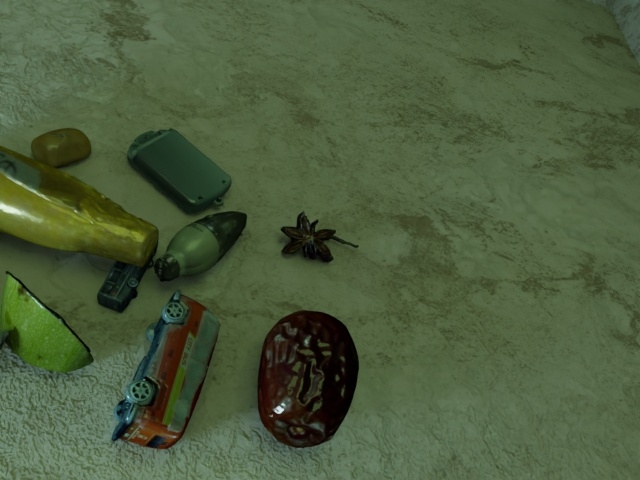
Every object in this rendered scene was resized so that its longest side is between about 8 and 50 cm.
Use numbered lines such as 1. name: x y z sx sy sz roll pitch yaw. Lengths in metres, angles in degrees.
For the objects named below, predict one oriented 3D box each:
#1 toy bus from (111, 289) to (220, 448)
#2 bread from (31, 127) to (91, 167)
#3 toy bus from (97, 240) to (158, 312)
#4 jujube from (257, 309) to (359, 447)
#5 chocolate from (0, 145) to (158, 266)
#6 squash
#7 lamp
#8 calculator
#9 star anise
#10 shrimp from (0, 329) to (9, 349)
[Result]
1. toy bus: -0.257 0.219 1.051 0.120 0.121 0.265 26 48 -15
2. bread: -0.541 -0.200 1.277 0.115 0.056 0.082 -25 69 -35
3. toy bus: -0.364 0.056 1.168 0.065 0.047 0.166 19 50 -4
4. jujube: -0.022 0.235 1.092 0.183 0.183 0.243 21 38 -8
5. chocolate: -0.514 -0.075 1.120 0.445 0.162 0.162 21 50 -5
6. squash: -0.469 0.140 0.986 0.192 0.184 0.085 39 66 10
7. lamp: -0.233 0.006 1.228 0.101 0.101 0.250 41 42 10
8. calculator: -0.309 -0.156 1.351 0.246 0.045 0.141 39 50 8
9. star anise: 0.000 0.000 1.357 0.191 0.070 0.097 13 78 -15
10. shrimp: -0.660 0.048 0.986 0.221 0.166 0.410 -35 86 -40
